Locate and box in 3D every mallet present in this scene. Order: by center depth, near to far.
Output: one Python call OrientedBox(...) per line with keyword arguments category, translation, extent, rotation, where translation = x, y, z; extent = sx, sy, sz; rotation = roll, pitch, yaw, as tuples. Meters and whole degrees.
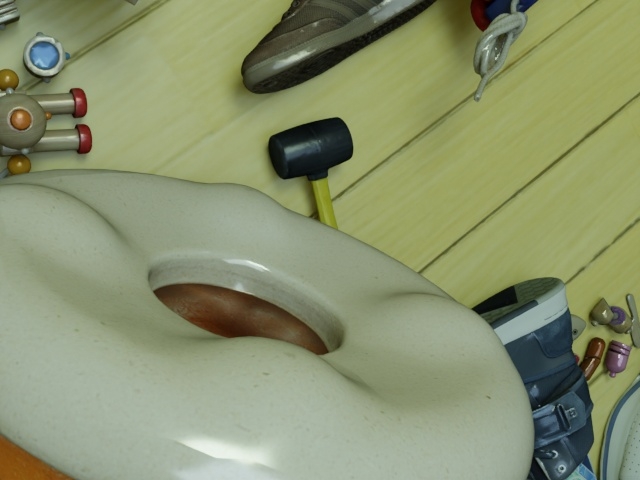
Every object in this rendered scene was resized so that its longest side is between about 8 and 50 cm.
OrientedBox(category="mallet", translation=(0.000, 0.000, 0.642), extent=(0.062, 0.039, 0.189), rotation=(-10, 103, -20))

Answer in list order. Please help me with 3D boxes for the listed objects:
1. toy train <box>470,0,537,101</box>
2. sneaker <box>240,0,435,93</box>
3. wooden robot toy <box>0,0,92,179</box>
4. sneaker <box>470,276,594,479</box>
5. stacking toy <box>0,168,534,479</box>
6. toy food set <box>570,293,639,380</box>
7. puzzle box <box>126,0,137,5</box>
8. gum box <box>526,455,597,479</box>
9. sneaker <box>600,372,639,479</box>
OrientedBox(category="toy train", translation=(0.118, -0.225, 0.599), extent=(0.143, 0.105, 0.248), rotation=(42, 56, -8))
OrientedBox(category="sneaker", translation=(0.008, -0.178, 0.621), extent=(0.188, 0.066, 0.071), rotation=(-32, 89, -21))
OrientedBox(category="wooden robot toy", translation=(-0.190, -0.088, 0.533), extent=(0.076, 0.079, 0.173), rotation=(-10, 99, -20))
OrientedBox(category="sneaker", translation=(0.131, 0.146, 0.678), extent=(0.226, 0.086, 0.163), rotation=(-21, 102, -17))
OrientedBox(category="stacking toy", translation=(-0.109, 0.221, 0.520), extent=(0.350, 0.350, 0.480), rotation=(13, 109, -22))
OrientedBox(category="toy food set", translation=(0.256, 0.098, 0.757), extent=(0.122, 0.019, 0.078), rotation=(-21, 102, -18))
OrientedBox(category="puzzle box", translation=(-0.232, -0.349, 0.461), extent=(0.409, 0.052, 0.272), rotation=(28, 64, -21))
OrientedBox(category="gum box", translation=(0.182, 0.293, 0.735), extent=(0.184, 0.041, 0.157), rotation=(-26, 104, -18))
OrientedBox(category="sneaker", translation=(0.387, 0.148, 0.727), extent=(0.127, 0.182, 0.315), rotation=(26, 85, -20))
